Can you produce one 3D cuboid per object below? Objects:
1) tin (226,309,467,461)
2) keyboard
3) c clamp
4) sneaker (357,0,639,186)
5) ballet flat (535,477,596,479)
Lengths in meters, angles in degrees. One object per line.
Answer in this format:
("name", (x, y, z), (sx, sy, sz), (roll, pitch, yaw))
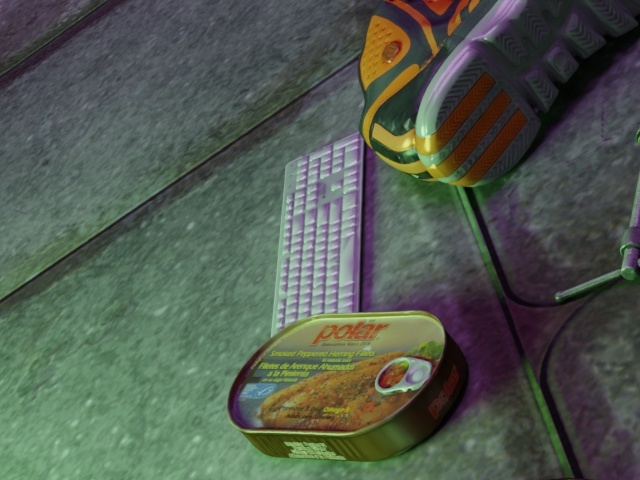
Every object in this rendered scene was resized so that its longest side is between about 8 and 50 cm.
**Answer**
("tin", (0.017, 0.096, 1.299), (0.189, 0.040, 0.106), (-4, 48, 48))
("keyboard", (0.000, 0.000, 1.482), (0.072, 0.014, 0.256), (-28, 30, 21))
("c clamp", (0.223, -0.037, 1.256), (0.137, 0.022, 0.161), (-16, 36, 38))
("sneaker", (0.138, -0.186, 1.469), (0.321, 0.124, 0.180), (-46, 29, -12))
("ballet flat", (0.066, 0.170, 1.104), (0.250, 0.058, 0.084), (-13, 38, 40))
